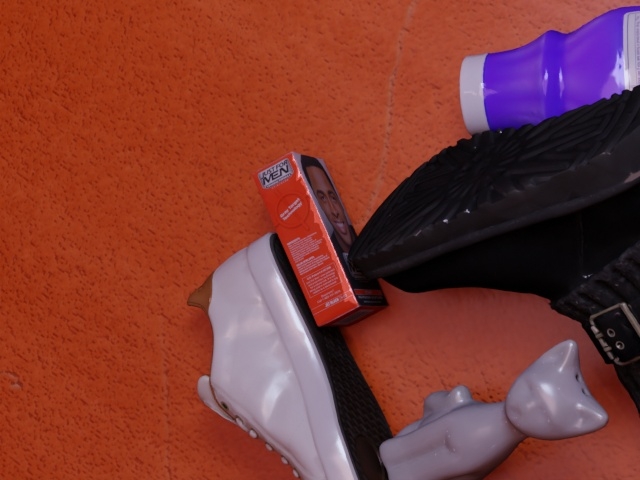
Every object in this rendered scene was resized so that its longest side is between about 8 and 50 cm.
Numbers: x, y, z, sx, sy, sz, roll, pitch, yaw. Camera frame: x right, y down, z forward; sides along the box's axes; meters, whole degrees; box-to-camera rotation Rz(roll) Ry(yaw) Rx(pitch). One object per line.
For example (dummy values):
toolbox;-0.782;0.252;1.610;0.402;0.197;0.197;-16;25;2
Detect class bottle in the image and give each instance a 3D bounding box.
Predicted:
bottle;0.252;-0.123;1.409;0.282;0.092;0.118;-4;80;19

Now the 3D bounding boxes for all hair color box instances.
hair color box;0.000;0.000;1.499;0.043;0.072;0.141;-28;78;19

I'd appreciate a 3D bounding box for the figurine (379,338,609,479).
figurine;0.160;0.196;1.370;0.209;0.092;0.215;-32;73;49

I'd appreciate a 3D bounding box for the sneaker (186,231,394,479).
sneaker;-0.023;0.146;1.488;0.123;0.106;0.290;-31;66;19

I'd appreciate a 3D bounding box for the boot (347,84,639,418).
boot;0.201;0.043;1.396;0.348;0.131;0.260;-16;119;50
